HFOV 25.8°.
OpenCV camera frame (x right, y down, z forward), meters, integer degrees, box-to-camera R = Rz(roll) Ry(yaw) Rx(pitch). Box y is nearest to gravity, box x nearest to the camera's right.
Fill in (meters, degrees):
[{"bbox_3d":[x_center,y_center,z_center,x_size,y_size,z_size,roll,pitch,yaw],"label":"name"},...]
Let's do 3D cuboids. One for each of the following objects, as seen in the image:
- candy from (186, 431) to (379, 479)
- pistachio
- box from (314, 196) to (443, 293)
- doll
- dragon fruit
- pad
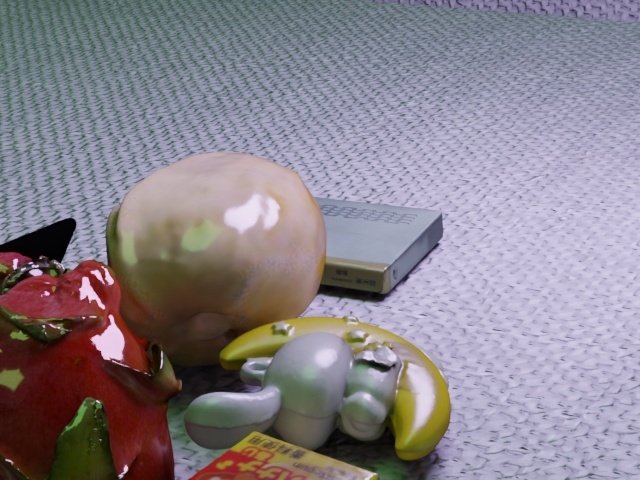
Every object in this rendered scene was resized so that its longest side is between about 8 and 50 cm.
[{"bbox_3d":[-0.083,0.263,1.104,0.146,0.088,0.276,15,31,36],"label":"candy"},{"bbox_3d":[-0.117,0.017,1.504,0.230,0.229,0.309,3,26,15],"label":"pistachio"},{"bbox_3d":[0.000,0.000,1.764,0.270,0.045,0.211,7,25,24],"label":"box"},{"bbox_3d":[0.008,0.144,1.346,0.237,0.111,0.252,14,24,3],"label":"doll"},{"bbox_3d":[-0.274,0.142,1.249,0.306,0.225,0.305,-1,23,0],"label":"dragon fruit"},{"bbox_3d":[-0.405,0.084,1.374,0.323,0.250,0.055,-6,52,-36],"label":"pad"}]
